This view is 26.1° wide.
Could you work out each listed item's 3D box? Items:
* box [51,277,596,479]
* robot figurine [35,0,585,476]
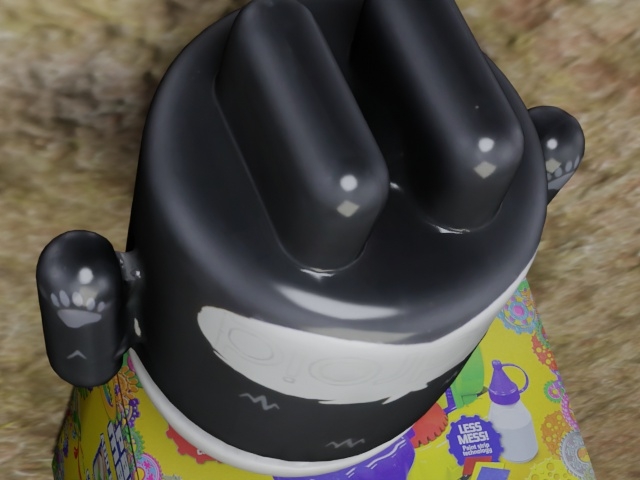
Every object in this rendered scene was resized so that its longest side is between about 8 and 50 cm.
[{"bbox_3d":[-0.015,0.163,0.954,0.290,0.177,0.279,-6,153,-20],"label":"box"},{"bbox_3d":[-0.003,-0.001,0.621,0.209,0.174,0.278,19,151,-1],"label":"robot figurine"}]
